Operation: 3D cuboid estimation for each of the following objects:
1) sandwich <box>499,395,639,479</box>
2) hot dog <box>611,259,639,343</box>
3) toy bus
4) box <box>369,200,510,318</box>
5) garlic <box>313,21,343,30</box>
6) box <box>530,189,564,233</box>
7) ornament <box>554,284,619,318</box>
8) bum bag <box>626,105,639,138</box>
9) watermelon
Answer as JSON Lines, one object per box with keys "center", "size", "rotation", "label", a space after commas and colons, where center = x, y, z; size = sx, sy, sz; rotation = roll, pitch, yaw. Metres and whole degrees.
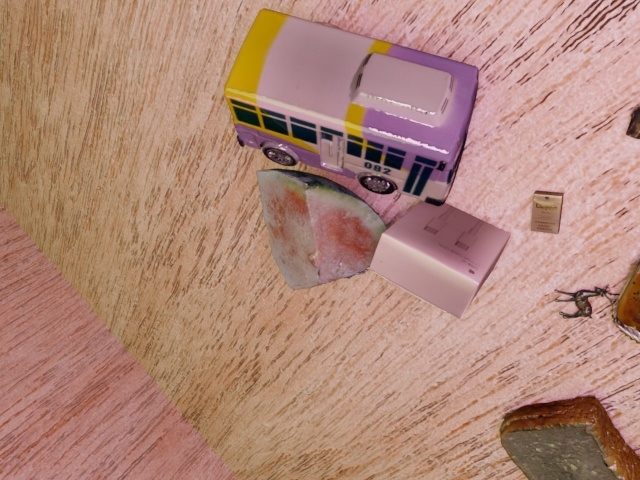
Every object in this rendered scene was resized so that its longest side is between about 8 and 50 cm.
{"center": [0.588, 0.516, 1.132], "size": [0.271, 0.099, 0.301], "rotation": [-35, 92, 42], "label": "sandwich"}
{"center": [0.645, 0.086, 0.872], "size": [0.163, 0.082, 0.270], "rotation": [24, 127, 18], "label": "hot dog"}
{"center": [0.067, -0.246, 0.914], "size": [0.440, 0.209, 0.249], "rotation": [19, 164, 7], "label": "toy bus"}
{"center": [0.251, 0.024, 1.009], "size": [0.203, 0.252, 0.106], "rotation": [30, 127, 20], "label": "box"}
{"center": [-0.011, -0.409, 1.062], "size": [0.207, 0.115, 0.128], "rotation": [-1, 107, 33], "label": "garlic"}
{"center": [0.452, -0.056, 0.975], "size": [0.053, 0.024, 0.083], "rotation": [11, 118, 31], "label": "box"}
{"center": [0.551, 0.127, 1.000], "size": [0.125, 0.028, 0.073], "rotation": [-16, 103, 41], "label": "ornament"}
{"center": [0.626, -0.174, 0.760], "size": [0.248, 0.069, 0.102], "rotation": [26, 142, 24], "label": "bum bag"}
{"center": [0.000, 0.000, 1.113], "size": [0.387, 0.258, 0.228], "rotation": [35, 178, -38], "label": "watermelon"}
